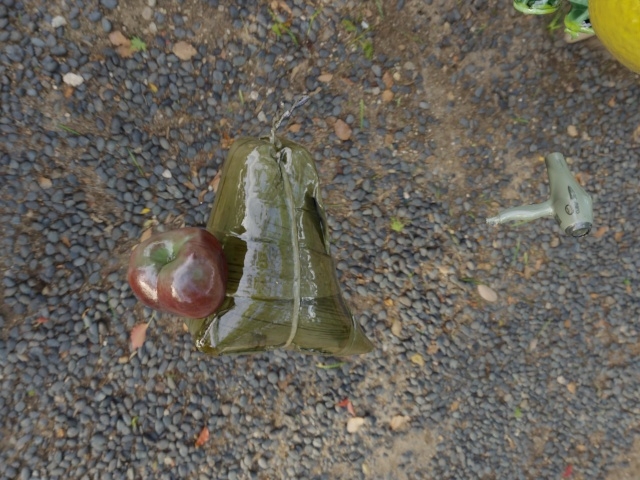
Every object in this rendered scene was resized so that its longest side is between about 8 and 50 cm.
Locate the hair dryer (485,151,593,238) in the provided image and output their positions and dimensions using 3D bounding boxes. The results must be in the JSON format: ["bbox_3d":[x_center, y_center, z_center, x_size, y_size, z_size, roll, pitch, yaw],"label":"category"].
[{"bbox_3d":[0.528,-0.116,1.097,0.224,0.088,0.219,9,63,26],"label":"hair dryer"}]

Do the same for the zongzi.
[{"bbox_3d":[-0.012,-0.005,0.966,0.466,0.218,0.500,12,96,-38],"label":"zongzi"}]

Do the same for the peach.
[{"bbox_3d":[-0.212,0.063,0.720,0.152,0.152,0.152,-1,95,-14],"label":"peach"}]

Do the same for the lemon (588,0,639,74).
[{"bbox_3d":[0.469,-0.319,0.560,0.267,0.267,0.268,-1,95,-14],"label":"lemon"}]

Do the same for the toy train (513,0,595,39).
[{"bbox_3d":[0.479,-0.485,0.818,0.188,0.272,0.159,-29,141,-18],"label":"toy train"}]
